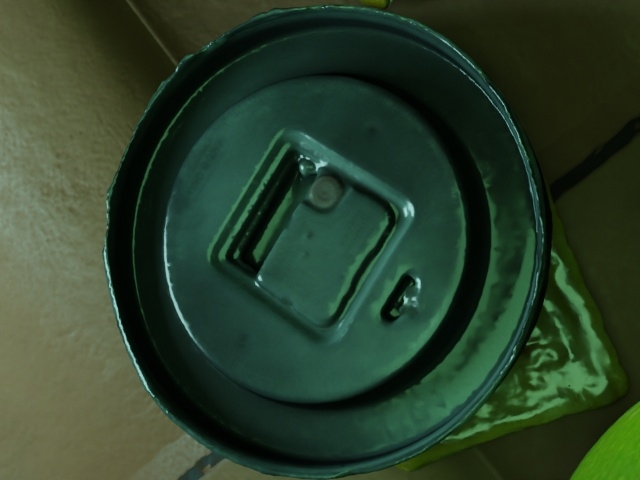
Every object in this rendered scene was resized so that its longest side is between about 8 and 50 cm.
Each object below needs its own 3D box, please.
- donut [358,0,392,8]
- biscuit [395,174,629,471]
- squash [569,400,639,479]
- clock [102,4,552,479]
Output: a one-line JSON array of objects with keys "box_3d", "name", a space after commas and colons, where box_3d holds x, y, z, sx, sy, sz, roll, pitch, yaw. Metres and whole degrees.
[{"box_3d": [0.051, -0.268, 0.760, 0.181, 0.078, 0.146, -39, 85, 9], "name": "donut"}, {"box_3d": [0.108, 0.063, 0.765, 0.183, 0.039, 0.174, -25, 86, 11], "name": "biscuit"}, {"box_3d": [0.214, 0.266, 0.641, 0.210, 0.234, 0.309, 21, 78, 16], "name": "squash"}, {"box_3d": [0.000, 0.000, 0.752, 0.325, 0.067, 0.325, -2, 85, 21], "name": "clock"}]
